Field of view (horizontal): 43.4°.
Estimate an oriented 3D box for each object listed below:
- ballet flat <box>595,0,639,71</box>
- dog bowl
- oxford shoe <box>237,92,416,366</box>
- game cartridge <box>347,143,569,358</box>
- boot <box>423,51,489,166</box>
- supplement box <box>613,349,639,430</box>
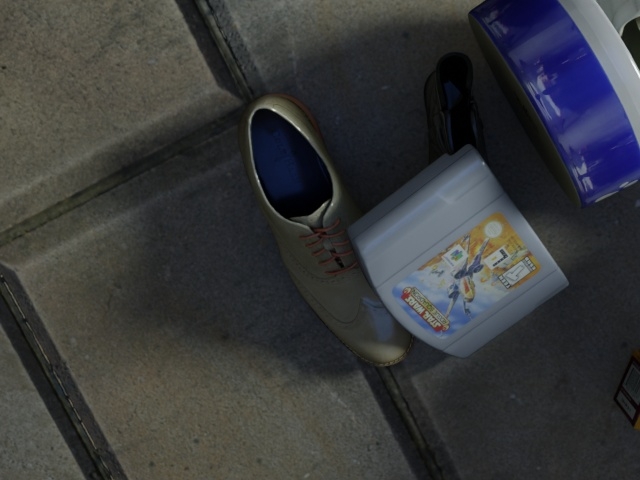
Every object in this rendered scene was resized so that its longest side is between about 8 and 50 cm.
[{"bbox_3d":[0.411,-0.141,0.895,0.139,0.139,0.400,-36,122,10],"label":"ballet flat"},{"bbox_3d":[0.275,-0.172,0.909,0.104,0.265,0.265,-30,95,12],"label":"dog bowl"},{"bbox_3d":[0.000,0.000,1.024,0.140,0.146,0.397,-31,96,7],"label":"oxford shoe"},{"bbox_3d":[0.168,0.033,0.976,0.198,0.062,0.297,-41,133,8],"label":"game cartridge"},{"bbox_3d":[0.168,-0.101,0.983,0.083,0.161,0.246,-11,98,8],"label":"boot"},{"bbox_3d":[0.492,0.221,1.033,0.188,0.104,0.081,20,101,2],"label":"supplement box"}]
